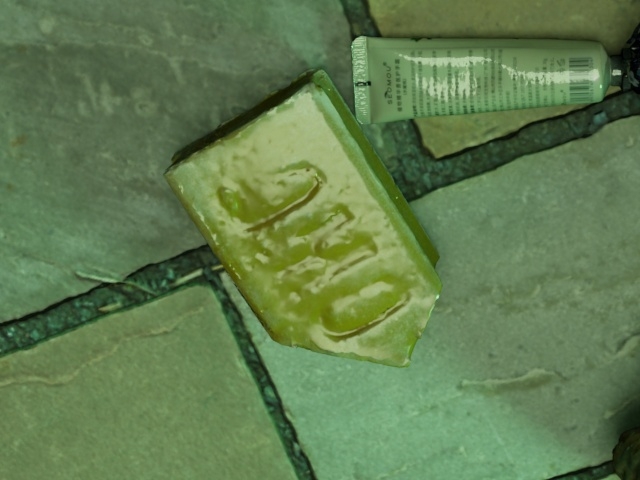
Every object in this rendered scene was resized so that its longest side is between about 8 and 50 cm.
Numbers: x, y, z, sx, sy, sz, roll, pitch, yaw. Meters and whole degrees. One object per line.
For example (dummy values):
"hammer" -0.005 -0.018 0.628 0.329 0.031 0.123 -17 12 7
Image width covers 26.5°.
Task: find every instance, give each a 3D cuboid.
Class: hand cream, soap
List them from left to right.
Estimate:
"soap" 0.000 0.000 1.181 0.160 0.080 0.257 -30 104 14
"hand cream" 0.143 -0.138 1.145 0.234 0.050 0.080 -1 114 9

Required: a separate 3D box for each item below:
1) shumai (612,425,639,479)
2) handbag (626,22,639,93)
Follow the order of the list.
"shumai" 0.345 0.167 1.189 0.161 0.209 0.153 11 68 8
"handbag" 0.356 -0.094 1.055 0.229 0.208 0.127 24 96 -23
